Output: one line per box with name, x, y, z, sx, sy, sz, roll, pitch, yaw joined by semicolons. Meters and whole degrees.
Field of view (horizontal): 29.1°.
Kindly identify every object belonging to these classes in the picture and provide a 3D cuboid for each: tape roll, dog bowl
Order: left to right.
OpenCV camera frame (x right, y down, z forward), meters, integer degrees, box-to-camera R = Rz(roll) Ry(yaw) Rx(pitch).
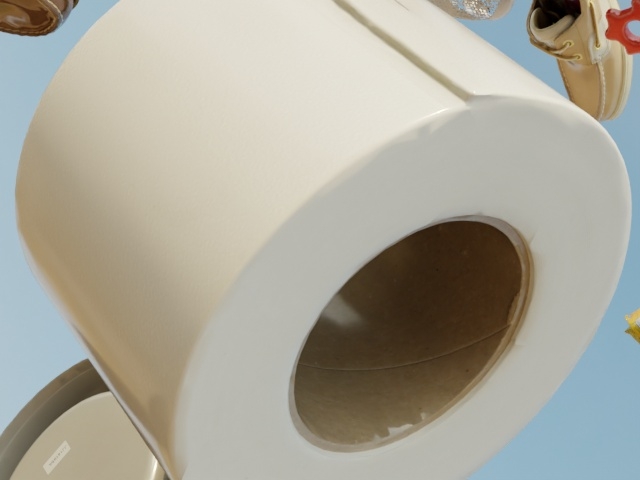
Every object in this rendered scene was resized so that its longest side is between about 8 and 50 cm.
dog bowl;-0.247;0.289;1.342;0.348;0.349;0.102;6;-31;48
tape roll;0.000;0.000;0.587;0.169;0.246;0.246;45;-33;41

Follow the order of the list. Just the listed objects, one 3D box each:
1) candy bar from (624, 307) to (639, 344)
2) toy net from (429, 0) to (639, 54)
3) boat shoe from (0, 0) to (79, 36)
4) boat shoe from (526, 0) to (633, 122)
candy bar;0.264;0.102;0.806;0.161;0.018;0.040;48;-66;11
toy net;0.157;-0.176;0.789;0.232;0.045;0.122;-3;-55;37
boat shoe;-0.315;-0.194;0.847;0.110;0.307;0.104;-34;-135;49
boat shoe;0.165;-0.151;0.827;0.063;0.059;0.170;27;-41;53
